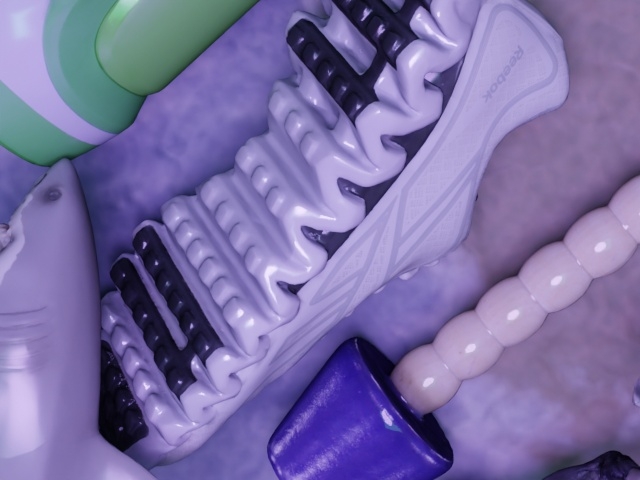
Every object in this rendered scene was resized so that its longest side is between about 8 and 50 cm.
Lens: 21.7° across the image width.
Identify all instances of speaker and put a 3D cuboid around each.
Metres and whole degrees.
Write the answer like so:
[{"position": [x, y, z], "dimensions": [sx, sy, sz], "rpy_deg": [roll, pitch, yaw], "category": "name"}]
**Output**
[{"position": [-0.043, -0.166, 0.707], "dimensions": [0.296, 0.131, 0.131], "rpy_deg": [-41, 95, 10], "category": "speaker"}]

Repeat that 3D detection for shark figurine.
[{"position": [-0.113, 0.126, 0.716], "dimensions": [0.116, 0.166, 0.278], "rpy_deg": [11, 121, -2], "category": "shark figurine"}]

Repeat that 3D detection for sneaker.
[{"position": [0.000, 0.000, 0.750], "dimensions": [0.118, 0.110, 0.292], "rpy_deg": [18, 121, -40], "category": "sneaker"}]

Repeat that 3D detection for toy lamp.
[{"position": [0.093, 0.029, 0.759], "dimensions": [0.275, 0.080, 0.080], "rpy_deg": [-39, 96, 11], "category": "toy lamp"}]

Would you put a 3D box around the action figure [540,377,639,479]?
[{"position": [0.186, 0.102, 0.738], "dimensions": [0.276, 0.141, 0.164], "rpy_deg": [-27, 96, 24], "category": "action figure"}]
